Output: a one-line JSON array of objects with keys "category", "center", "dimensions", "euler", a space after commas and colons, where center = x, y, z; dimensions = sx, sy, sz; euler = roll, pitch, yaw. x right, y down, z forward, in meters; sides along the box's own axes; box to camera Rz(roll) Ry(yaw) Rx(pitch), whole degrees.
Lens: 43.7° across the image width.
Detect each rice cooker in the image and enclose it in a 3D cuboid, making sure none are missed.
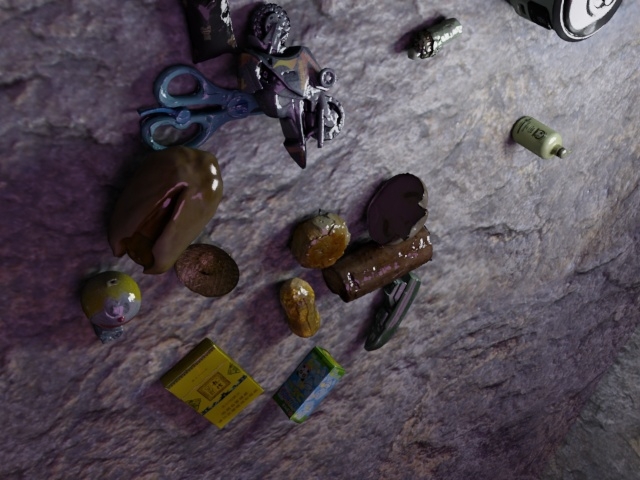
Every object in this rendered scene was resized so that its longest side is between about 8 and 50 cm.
[{"category": "rice cooker", "center": [0.562, -0.580, 1.785], "dimensions": [0.241, 0.227, 0.280], "euler": [-41, 140, -6]}]

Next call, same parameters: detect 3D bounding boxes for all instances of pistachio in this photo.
[{"category": "pistachio", "center": [-0.297, -0.065, 1.533], "dimensions": [0.166, 0.197, 0.288], "euler": [38, 118, -9]}]

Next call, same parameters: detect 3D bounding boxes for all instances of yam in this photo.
[{"category": "yam", "center": [0.150, 0.057, 2.035], "dimensions": [0.279, 0.131, 0.131], "euler": [-27, 136, -20]}]

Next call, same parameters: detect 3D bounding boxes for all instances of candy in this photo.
[{"category": "candy", "center": [-0.031, 0.393, 2.172], "dimensions": [0.194, 0.097, 0.062], "euler": [-50, 141, 4]}]

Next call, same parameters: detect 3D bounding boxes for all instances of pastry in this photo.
[{"category": "pastry", "center": [0.001, 0.004, 1.895], "dimensions": [0.153, 0.081, 0.153], "euler": [-27, 138, -27]}]

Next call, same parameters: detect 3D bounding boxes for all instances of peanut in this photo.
[{"category": "peanut", "center": [-0.051, 0.166, 1.982], "dimensions": [0.087, 0.087, 0.207], "euler": [-32, 140, -16]}]

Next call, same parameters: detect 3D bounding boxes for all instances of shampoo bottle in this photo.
[{"category": "shampoo bottle", "center": [0.589, -0.263, 2.115], "dimensions": [0.079, 0.162, 0.079], "euler": [-22, 134, -25]}]

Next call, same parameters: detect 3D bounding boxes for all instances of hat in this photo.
[{"category": "hat", "center": [-0.240, 0.048, 1.747], "dimensions": [0.145, 0.067, 0.146], "euler": [5, 125, 7]}]

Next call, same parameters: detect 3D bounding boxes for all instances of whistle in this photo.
[{"category": "whistle", "center": [-0.427, 0.149, 1.633], "dimensions": [0.122, 0.123, 0.223], "euler": [-18, 147, -29]}]

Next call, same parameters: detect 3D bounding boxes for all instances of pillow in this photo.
[{"category": "pillow", "center": [-0.199, -0.387, 1.432], "dimensions": [0.090, 0.048, 0.150], "euler": [-31, 140, -23]}]

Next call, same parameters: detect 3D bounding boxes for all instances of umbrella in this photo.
[{"category": "umbrella", "center": [0.250, -0.444, 1.766], "dimensions": [0.143, 0.062, 0.067], "euler": [-37, 169, -12]}]

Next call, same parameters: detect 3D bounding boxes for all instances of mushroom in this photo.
[{"category": "mushroom", "center": [0.201, -0.075, 1.966], "dimensions": [0.188, 0.141, 0.117], "euler": [-57, 161, 16]}]

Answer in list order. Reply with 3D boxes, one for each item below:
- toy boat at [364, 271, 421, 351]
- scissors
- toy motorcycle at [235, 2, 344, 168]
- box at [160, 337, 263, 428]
[{"category": "toy boat", "center": [0.189, 0.200, 2.222], "dimensions": [0.085, 0.078, 0.261], "euler": [22, 106, -23]}, {"category": "scissors", "center": [-0.173, -0.260, 1.570], "dimensions": [0.392, 0.032, 0.180], "euler": [-11, 129, -35]}, {"category": "toy motorcycle", "center": [-0.067, -0.297, 1.550], "dimensions": [0.173, 0.108, 0.307], "euler": [-45, 121, -20]}, {"category": "box", "center": [-0.265, 0.362, 1.994], "dimensions": [0.153, 0.041, 0.279], "euler": [-41, 140, -5]}]
